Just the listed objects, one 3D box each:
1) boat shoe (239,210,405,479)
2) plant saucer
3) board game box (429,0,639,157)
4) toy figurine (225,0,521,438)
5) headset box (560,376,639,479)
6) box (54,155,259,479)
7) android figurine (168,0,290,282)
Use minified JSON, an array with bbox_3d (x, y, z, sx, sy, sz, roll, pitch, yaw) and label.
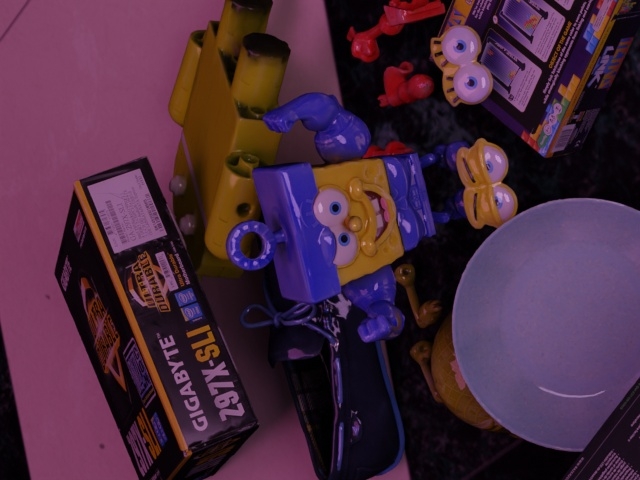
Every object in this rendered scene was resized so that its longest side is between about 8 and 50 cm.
[{"bbox_3d":[-0.002,0.089,1.656,0.109,0.089,0.258,-29,83,55],"label":"boat shoe"},{"bbox_3d":[0.197,0.062,1.444,0.195,0.037,0.195,1,97,5],"label":"plant saucer"},{"bbox_3d":[0.171,-0.172,1.455,0.141,0.048,0.170,46,130,31],"label":"board game box"},{"bbox_3d":[0.018,0.006,1.497,0.191,0.217,0.362,4,108,59],"label":"toy figurine"},{"bbox_3d":[0.334,0.168,1.207,0.283,0.131,0.246,42,103,36],"label":"headset box"},{"bbox_3d":[-0.159,0.093,1.750,0.257,0.079,0.322,65,164,9],"label":"box"},{"bbox_3d":[-0.089,-0.081,1.686,0.248,0.056,0.273,-108,30,-50],"label":"android figurine"}]
